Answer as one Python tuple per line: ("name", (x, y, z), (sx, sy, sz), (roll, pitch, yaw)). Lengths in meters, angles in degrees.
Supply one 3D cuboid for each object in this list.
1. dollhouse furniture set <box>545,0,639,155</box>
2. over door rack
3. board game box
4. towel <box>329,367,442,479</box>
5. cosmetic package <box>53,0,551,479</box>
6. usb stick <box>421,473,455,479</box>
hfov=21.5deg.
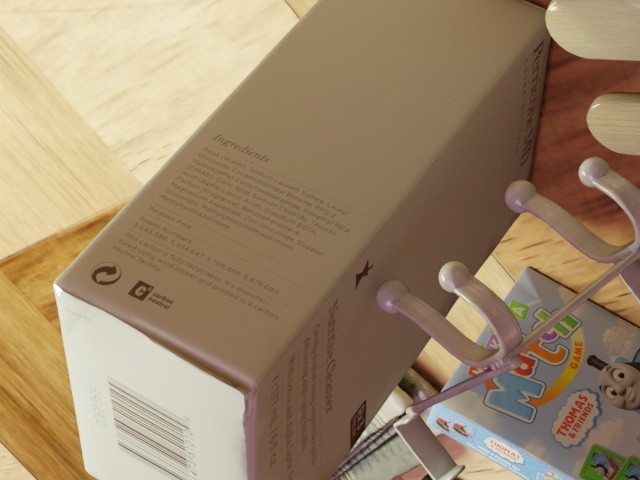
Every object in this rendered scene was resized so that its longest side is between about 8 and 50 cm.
("dollhouse furniture set", (0.162, -0.195, 0.891), (0.161, 0.212, 0.242), (6, 144, 33))
("over door rack", (0.153, 0.020, 1.112), (0.108, 0.239, 0.324), (50, 164, 15))
("board game box", (0.212, 0.131, 1.304), (0.211, 0.160, 0.039), (29, 144, 14))
("towel", (-0.051, 0.132, 1.642), (0.324, 0.056, 0.312), (39, 146, -2))
("cosmetic package", (0.000, 0.000, 1.151), (0.156, 0.385, 0.217), (27, 146, 20))
("usb stick", (0.215, 0.303, 1.603), (0.278, 0.045, 0.077), (25, 150, 19))
